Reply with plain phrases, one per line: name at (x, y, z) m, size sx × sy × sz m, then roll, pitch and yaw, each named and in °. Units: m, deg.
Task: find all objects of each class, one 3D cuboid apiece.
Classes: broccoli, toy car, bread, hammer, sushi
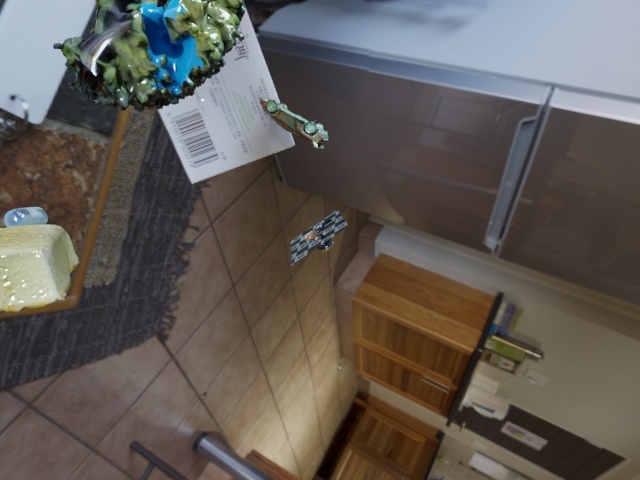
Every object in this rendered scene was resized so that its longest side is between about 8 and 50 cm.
broccoli at (-0.139, -0.191, 0.344) m, size 0.167 × 0.155 × 0.160 m, roll -29°, pitch 148°, yaw 4°
toy car at (-0.043, -0.183, 0.668) m, size 0.035 × 0.121 × 0.059 m, roll -63°, pitch 176°, yaw 16°
bread at (-0.344, 0.033, 0.413) m, size 0.188 × 0.125 × 0.068 m, roll -7°, pitch 106°, yaw -22°
hammer at (-0.896, -0.005, 1.311) m, size 0.116 × 0.069 × 0.194 m, roll -43°, pitch 152°, yaw -77°
sushi at (0.000, 0.000, 0.932) m, size 0.139 × 0.031 × 0.201 m, roll -34°, pitch -166°, yaw 5°

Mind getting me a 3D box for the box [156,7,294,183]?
box at (-0.176, -0.252, 0.739) m, size 0.111 × 0.194 × 0.261 m, roll -106°, pitch 176°, yaw -74°
